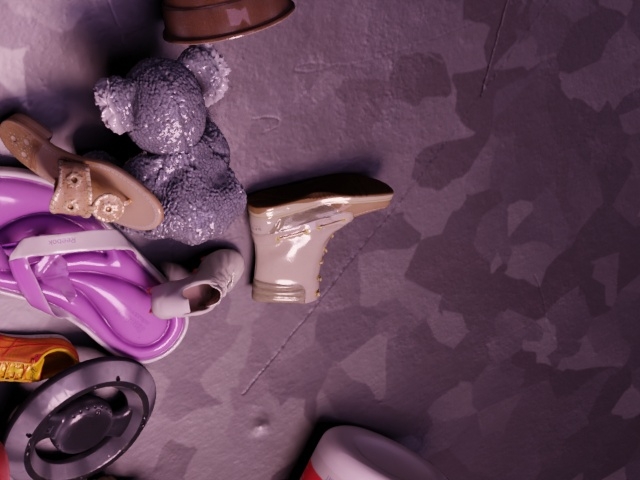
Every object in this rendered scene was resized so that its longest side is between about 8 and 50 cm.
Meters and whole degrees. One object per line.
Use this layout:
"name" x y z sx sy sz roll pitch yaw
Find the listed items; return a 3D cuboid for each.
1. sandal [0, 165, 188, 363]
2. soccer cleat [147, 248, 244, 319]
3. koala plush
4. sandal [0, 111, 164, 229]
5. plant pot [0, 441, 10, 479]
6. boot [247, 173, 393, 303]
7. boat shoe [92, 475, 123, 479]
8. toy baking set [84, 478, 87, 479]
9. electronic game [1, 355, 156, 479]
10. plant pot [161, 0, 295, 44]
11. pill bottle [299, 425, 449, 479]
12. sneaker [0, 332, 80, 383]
"sandal" -0.312 0.038 1.829 0.416 0.102 0.169 33 94 -38
"soccer cleat" -0.150 0.063 1.914 0.196 0.076 0.068 -29 118 -53
"koala plush" -0.184 -0.127 1.748 0.196 0.203 0.221 -20 128 -23
"sandal" -0.304 -0.062 1.703 0.079 0.240 0.088 -43 158 -40
"plant pot" -0.503 0.336 1.817 0.174 0.191 0.191 13 107 -25
"boot" 0.000 0.000 2.013 0.213 0.077 0.165 -11 118 -20
"boat shoe" -0.240 0.409 2.066 0.089 0.104 0.285 -43 138 -11
"toy baking set" -0.408 0.445 2.020 0.256 0.030 0.197 -35 126 -11
"electronic game" -0.323 0.246 1.932 0.229 0.048 0.229 -26 142 -23
"plant pot" -0.129 -0.340 1.725 0.167 0.167 0.165 -22 115 -20
"pill bottle" 0.022 0.508 2.181 0.229 0.229 0.408 18 103 -36
"sneaker" -0.396 0.156 1.861 0.175 0.067 0.064 -6 118 -26
